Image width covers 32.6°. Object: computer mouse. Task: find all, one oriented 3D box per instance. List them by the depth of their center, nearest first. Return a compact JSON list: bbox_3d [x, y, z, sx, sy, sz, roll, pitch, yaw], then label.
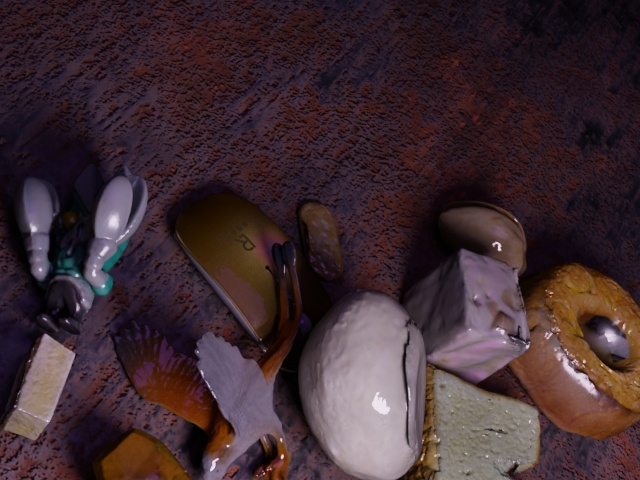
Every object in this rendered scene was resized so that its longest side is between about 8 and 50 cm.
[{"bbox_3d":[-0.096,0.059,1.693,0.158,0.072,0.310,-37,87,-39],"label":"computer mouse"}]

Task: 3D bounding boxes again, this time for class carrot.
[{"bbox_3d":[-0.180,0.384,1.427,0.302,0.114,0.114,53,49,-1],"label":"carrot"}]

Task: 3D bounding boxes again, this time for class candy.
[{"bbox_3d":[0.062,0.210,1.599,0.185,0.295,0.295,0,58,6],"label":"candy"},{"bbox_3d":[0.235,0.133,1.785,0.137,0.195,0.185,17,52,-27],"label":"candy"}]

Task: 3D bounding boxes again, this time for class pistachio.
[{"bbox_3d":[0.294,-0.003,1.957,0.185,0.124,0.124,31,50,6],"label":"pistachio"}]

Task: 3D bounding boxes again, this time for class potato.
[{"bbox_3d":[-0.372,0.195,1.427,0.061,0.086,0.122,24,47,-16],"label":"potato"}]

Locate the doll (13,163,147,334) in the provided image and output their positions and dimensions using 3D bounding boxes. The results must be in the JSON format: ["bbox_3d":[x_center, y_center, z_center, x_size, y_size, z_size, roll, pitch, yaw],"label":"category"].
[{"bbox_3d":[-0.321,-0.009,1.525,0.195,0.153,0.258,-18,56,-1],"label":"doll"}]

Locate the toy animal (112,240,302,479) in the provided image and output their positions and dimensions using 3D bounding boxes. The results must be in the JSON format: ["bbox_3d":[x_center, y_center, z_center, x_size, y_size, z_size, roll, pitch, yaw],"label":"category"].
[{"bbox_3d":[-0.103,0.195,1.575,0.284,0.225,0.302,-31,105,-40],"label":"toy animal"}]

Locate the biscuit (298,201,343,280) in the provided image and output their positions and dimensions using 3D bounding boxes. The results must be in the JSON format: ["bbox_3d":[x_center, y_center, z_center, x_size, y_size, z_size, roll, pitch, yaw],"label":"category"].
[{"bbox_3d":[0.000,0.000,1.822,0.071,0.018,0.147,6,60,-33],"label":"biscuit"}]

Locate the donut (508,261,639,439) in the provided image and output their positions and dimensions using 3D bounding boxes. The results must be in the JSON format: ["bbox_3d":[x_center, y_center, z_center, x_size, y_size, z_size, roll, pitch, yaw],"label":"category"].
[{"bbox_3d":[0.462,0.192,1.926,0.317,0.150,0.299,20,58,-23],"label":"donut"}]

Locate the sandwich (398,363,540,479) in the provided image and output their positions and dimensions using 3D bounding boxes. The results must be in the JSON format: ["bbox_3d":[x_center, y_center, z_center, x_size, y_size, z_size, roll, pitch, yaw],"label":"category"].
[{"bbox_3d":[0.237,0.361,1.717,0.249,0.095,0.273,22,54,-24],"label":"sandwich"}]
